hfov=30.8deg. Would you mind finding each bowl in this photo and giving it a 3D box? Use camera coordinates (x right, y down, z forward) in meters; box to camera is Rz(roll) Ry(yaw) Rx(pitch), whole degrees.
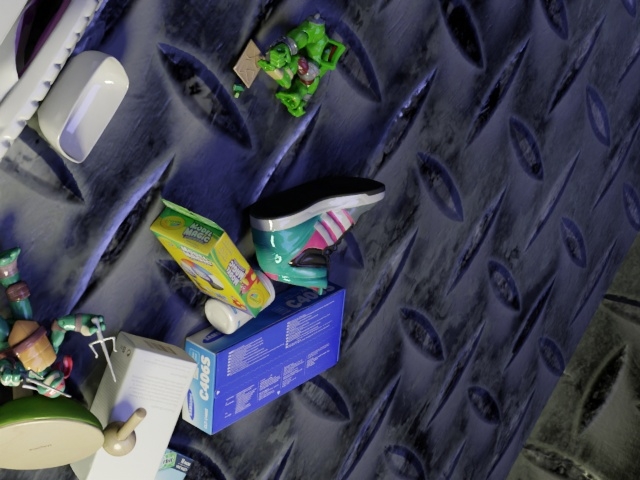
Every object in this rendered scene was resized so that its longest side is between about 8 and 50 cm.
[{"bbox_3d":[-0.317,-0.181,1.526,0.142,0.053,0.142,-61,174,-7],"label":"bowl"}]

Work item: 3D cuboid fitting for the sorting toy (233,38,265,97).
[{"bbox_3d":[-0.119,-0.267,1.819,0.083,0.012,0.062,-61,151,-14],"label":"sorting toy"}]

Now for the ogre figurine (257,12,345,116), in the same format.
[{"bbox_3d":[-0.026,-0.284,1.862,0.118,0.096,0.197,-51,140,-12],"label":"ogre figurine"}]

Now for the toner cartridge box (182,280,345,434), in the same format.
[{"bbox_3d":[-0.096,0.197,2.070,0.347,0.075,0.165,-23,126,-46],"label":"toner cartridge box"}]

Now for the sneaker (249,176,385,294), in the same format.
[{"bbox_3d":[0.000,0.000,2.038,0.295,0.123,0.179,-19,119,-39],"label":"sneaker"}]

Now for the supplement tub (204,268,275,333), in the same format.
[{"bbox_3d":[-0.136,0.103,1.963,0.107,0.071,0.071,-36,136,-38],"label":"supplement tub"}]

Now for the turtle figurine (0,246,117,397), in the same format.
[{"bbox_3d":[-0.387,0.135,1.550,0.234,0.118,0.175,57,38,-15],"label":"turtle figurine"}]

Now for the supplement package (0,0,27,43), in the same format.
[{"bbox_3d":[-0.432,-0.292,1.288,0.105,0.105,0.179,-62,145,-8],"label":"supplement package"}]

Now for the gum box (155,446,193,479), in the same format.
[{"bbox_3d":[-0.309,0.423,1.940,0.184,0.041,0.157,-61,146,-10],"label":"gum box"}]

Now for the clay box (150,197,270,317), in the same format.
[{"bbox_3d":[-0.176,0.027,1.811,0.053,0.127,0.222,-56,144,-17],"label":"clay box"}]

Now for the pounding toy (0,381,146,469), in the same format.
[{"bbox_3d":[-0.378,0.243,1.665,0.236,0.110,0.183,-1,150,-17],"label":"pounding toy"}]

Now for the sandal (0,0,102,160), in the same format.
[{"bbox_3d":[-0.368,-0.221,1.412,0.102,0.169,0.416,32,78,-15],"label":"sandal"}]

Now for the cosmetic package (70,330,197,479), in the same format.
[{"bbox_3d":[-0.291,0.271,1.809,0.117,0.085,0.231,20,94,-32],"label":"cosmetic package"}]
